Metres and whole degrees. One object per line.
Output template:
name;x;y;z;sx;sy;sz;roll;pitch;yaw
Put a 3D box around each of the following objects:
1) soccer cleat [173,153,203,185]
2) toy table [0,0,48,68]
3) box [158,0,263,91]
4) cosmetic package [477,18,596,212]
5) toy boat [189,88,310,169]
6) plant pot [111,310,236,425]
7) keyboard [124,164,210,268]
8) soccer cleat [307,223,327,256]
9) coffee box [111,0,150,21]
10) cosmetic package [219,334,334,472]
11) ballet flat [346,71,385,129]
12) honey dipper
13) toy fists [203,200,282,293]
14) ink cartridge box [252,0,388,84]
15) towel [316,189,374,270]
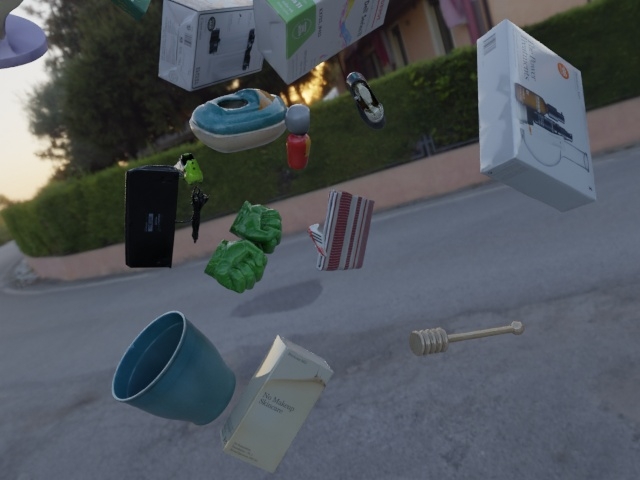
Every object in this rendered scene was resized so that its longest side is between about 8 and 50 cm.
soccer cleat;-0.346;-0.192;1.269;0.060;0.072;0.179;-16;22;-26
toy table;-0.732;-0.469;1.005;0.275;0.252;0.160;-10;-29;-19
box;-0.229;-0.455;1.104;0.087;0.169;0.290;27;37;14
cosmetic package;0.501;-0.287;1.141;0.285;0.376;0.097;19;-25;-29
toy boat;-0.141;-0.291;1.179;0.318;0.148;0.268;30;43;31
plant pot;-0.387;0.380;1.375;0.272;0.255;0.271;-30;34;22
keyboard;-0.401;-0.053;1.271;0.202;0.317;0.033;1;39;-22
soccer cleat;0.000;0.000;1.139;0.036;0.083;0.029;-28;13;4
coffee box;-0.460;-0.638;1.191;0.040;0.113;0.184;-21;53;38
cosmetic package;-0.118;0.432;1.303;0.309;0.160;0.113;-59;18;-2
ballet flat;0.141;-0.403;1.444;0.074;0.203;0.074;-24;35;19
honey dipper;0.184;0.116;0.595;0.161;0.030;0.030;-2;7;-21
toy fists;-0.192;0.014;1.329;0.096;0.142;0.279;-53;11;53
ink cartridge box;0.037;-0.510;1.024;0.354;0.119;0.207;-37;-11;-12
towel;0.079;-0.025;1.502;0.037;0.236;0.329;11;3;25
